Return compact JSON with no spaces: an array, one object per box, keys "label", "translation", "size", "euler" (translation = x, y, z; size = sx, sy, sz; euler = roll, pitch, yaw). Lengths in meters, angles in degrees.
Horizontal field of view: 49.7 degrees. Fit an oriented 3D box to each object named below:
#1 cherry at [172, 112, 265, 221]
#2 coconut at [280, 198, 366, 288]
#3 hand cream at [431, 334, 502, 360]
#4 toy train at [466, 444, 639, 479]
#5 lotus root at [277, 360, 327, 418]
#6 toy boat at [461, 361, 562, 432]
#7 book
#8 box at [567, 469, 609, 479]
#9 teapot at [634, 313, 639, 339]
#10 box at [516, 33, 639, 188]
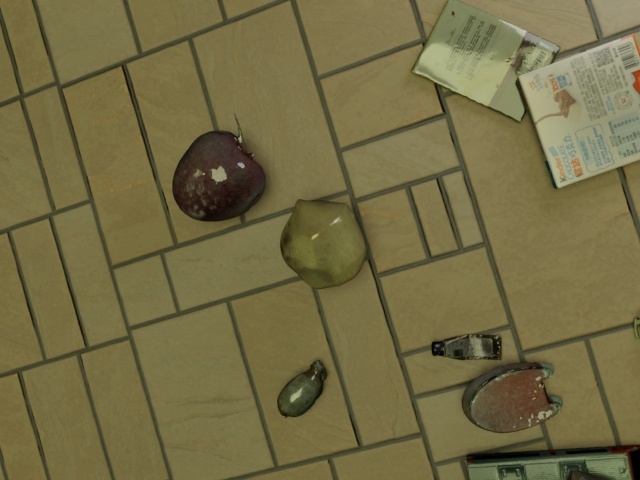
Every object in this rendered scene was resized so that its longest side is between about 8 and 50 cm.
[{"label":"cherry","translation":[-0.244,-0.156,1.675],"size":[0.266,0.183,0.213],"euler":[-43,73,12]},{"label":"coconut","translation":[0.000,0.000,1.621],"size":[0.224,0.224,0.224],"euler":[0,91,12]},{"label":"hand cream","translation":[0.346,0.255,1.638],"size":[0.163,0.039,0.062],"euler":[-2,89,6]},{"label":"toy train","translation":[0.543,0.527,1.576],"size":[0.409,0.089,0.086],"euler":[-7,85,13]},{"label":"lotus root","translation":[-0.043,0.371,1.700],"size":[0.088,0.088,0.165],"euler":[43,89,8]},{"label":"toy boat","translation":[0.439,0.362,1.607],"size":[0.227,0.085,0.155],"euler":[-16,97,1]},{"label":"book","translation":[0.383,-0.423,1.614],"size":[0.289,0.026,0.201],"euler":[29,97,10]},{"label":"box","translation":[0.567,0.613,1.530],"size":[0.120,0.069,0.224],"euler":[19,124,0]},{"label":"teapot","translation":[0.737,0.188,1.543],"size":[0.083,0.064,0.064],"euler":[-35,75,42]},{"label":"box","translation":[0.610,-0.286,1.548],"size":[0.264,0.048,0.274],"euler":[-18,91,7]}]
